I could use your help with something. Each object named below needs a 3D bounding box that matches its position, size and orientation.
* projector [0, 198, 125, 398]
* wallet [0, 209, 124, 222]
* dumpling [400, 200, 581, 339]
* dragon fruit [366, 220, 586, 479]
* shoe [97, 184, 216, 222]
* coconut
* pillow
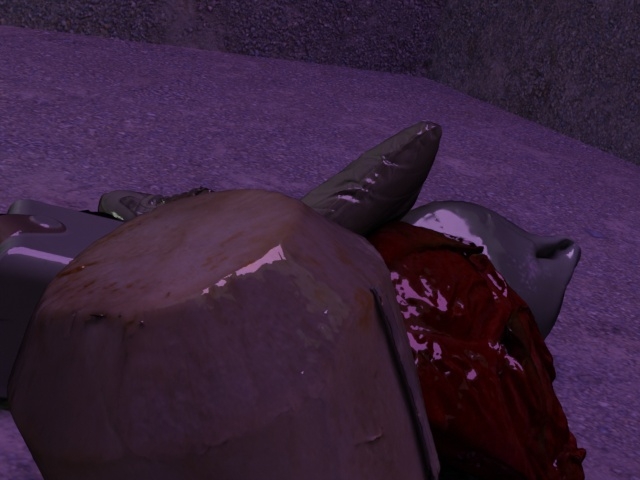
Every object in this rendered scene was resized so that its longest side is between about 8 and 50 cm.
[{"bbox_3d":[-0.236,0.065,1.090,0.242,0.163,0.177,12,16,-16],"label":"projector"},{"bbox_3d":[-0.346,0.010,1.369,0.172,0.045,0.318,30,22,33],"label":"wallet"},{"bbox_3d":[0.165,0.050,1.383,0.321,0.211,0.270,20,12,-17],"label":"dumpling"},{"bbox_3d":[0.138,0.148,1.119,0.330,0.240,0.302,41,54,8],"label":"dragon fruit"},{"bbox_3d":[-0.182,-0.028,1.537,0.275,0.098,0.103,17,14,14],"label":"shoe"},{"bbox_3d":[-0.069,0.131,0.832,0.323,0.323,0.323,13,17,-4],"label":"coconut"},{"bbox_3d":[-0.001,0.001,1.162,0.076,0.281,0.274,48,-11,7],"label":"pillow"}]
